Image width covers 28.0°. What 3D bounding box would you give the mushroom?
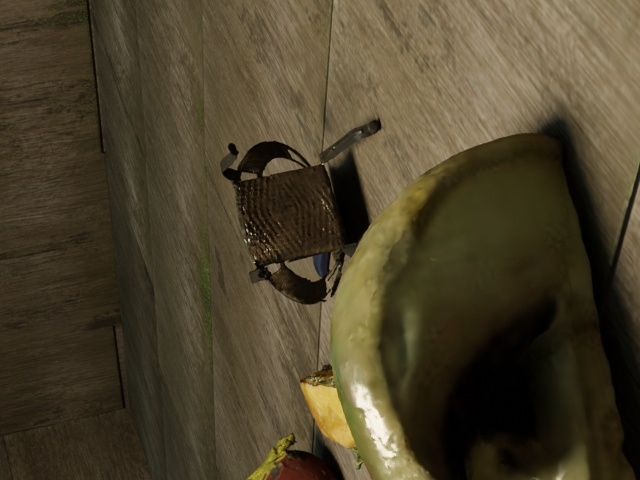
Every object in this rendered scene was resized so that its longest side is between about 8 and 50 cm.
[{"bbox_3d":[0.091,0.104,0.890,0.292,0.212,0.217,69,155,8],"label":"mushroom"}]

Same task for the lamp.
[{"bbox_3d":[-0.038,0.342,1.603,0.157,0.135,0.156,-125,27,-50],"label":"lamp"}]

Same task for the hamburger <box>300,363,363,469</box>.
[{"bbox_3d":[0.050,0.170,1.282,0.102,0.087,0.176,67,157,-4],"label":"hamburger"}]

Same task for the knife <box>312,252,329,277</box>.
[{"bbox_3d":[0.000,0.000,1.435,0.031,0.018,0.121,56,154,38],"label":"knife"}]

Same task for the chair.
[{"bbox_3d":[-0.018,-0.027,1.263,0.213,0.149,0.174,135,120,-76],"label":"chair"}]
